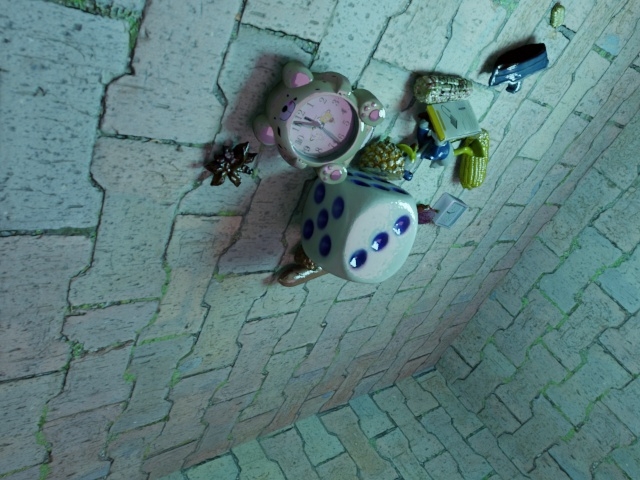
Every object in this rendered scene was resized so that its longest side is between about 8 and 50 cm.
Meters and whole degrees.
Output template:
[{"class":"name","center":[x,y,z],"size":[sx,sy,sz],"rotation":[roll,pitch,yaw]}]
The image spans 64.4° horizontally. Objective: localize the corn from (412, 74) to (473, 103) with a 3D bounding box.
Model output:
[{"class":"corn","center":[0.416,-0.514,1.718],"size":[0.280,0.092,0.092],"rotation":[-17,141,-41]}]

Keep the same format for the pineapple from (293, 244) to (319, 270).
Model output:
[{"class":"pineapple","center":[0.000,0.000,1.891],"size":[0.237,0.111,0.119],"rotation":[-56,172,10]}]

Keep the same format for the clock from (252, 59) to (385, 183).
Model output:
[{"class":"clock","center":[-0.008,-0.325,1.399],"size":[0.309,0.114,0.284],"rotation":[20,118,-31]}]

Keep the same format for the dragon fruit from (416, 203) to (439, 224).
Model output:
[{"class":"dragon fruit","center":[0.443,-0.123,2.237],"size":[0.112,0.068,0.126],"rotation":[19,130,-36]}]

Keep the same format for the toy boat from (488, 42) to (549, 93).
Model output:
[{"class":"toy boat","center":[0.730,-0.622,1.865],"size":[0.309,0.129,0.143],"rotation":[-28,135,-21]}]

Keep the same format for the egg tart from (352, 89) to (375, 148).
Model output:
[{"class":"egg tart","center":[0.091,-0.350,1.567],"size":[0.234,0.094,0.234],"rotation":[-24,144,-19]}]

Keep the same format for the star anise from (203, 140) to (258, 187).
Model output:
[{"class":"star anise","center":[-0.249,-0.211,1.419],"size":[0.167,0.057,0.168],"rotation":[-24,152,-14]}]

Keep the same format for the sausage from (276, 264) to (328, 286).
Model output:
[{"class":"sausage","center":[0.006,0.101,2.032],"size":[0.432,0.088,0.088],"rotation":[-18,142,-31]}]

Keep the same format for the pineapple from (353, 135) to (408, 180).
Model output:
[{"class":"pineapple","center":[0.218,-0.293,1.746],"size":[0.175,0.161,0.137],"rotation":[17,86,-27]}]

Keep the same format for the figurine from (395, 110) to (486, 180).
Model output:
[{"class":"figurine","center":[0.394,-0.326,1.820],"size":[0.338,0.205,0.283],"rotation":[-35,147,-2]}]

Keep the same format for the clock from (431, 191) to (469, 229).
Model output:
[{"class":"clock","center":[0.597,-0.133,2.379],"size":[0.197,0.063,0.150],"rotation":[13,120,-52]}]

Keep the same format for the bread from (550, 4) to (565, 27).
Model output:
[{"class":"bread","center":[0.865,-0.820,1.855],"size":[0.049,0.034,0.088],"rotation":[-28,144,7]}]

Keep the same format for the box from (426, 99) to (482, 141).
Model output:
[{"class":"box","center":[0.450,-0.409,1.731],"size":[0.247,0.129,0.033],"rotation":[-17,175,-38]}]

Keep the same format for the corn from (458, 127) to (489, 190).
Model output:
[{"class":"corn","center":[0.647,-0.335,2.141],"size":[0.119,0.119,0.322],"rotation":[-32,142,-14]}]

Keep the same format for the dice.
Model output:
[{"class":"dice","center":[0.119,-0.055,1.678],"size":[0.276,0.304,0.305],"rotation":[7,111,-28]}]
